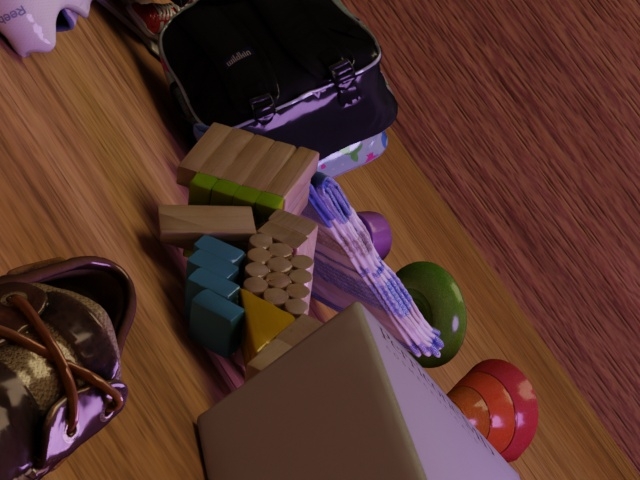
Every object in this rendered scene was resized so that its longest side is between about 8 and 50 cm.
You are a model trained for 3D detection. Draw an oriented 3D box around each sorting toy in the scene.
[{"bbox_3d":[0.098,0.110,2.147,0.126,0.127,0.365,-7,52,-44],"label":"sorting toy"}]

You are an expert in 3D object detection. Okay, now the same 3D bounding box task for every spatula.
[{"bbox_3d":[-0.243,-0.292,2.154,0.242,0.019,0.168,38,23,-51],"label":"spatula"}]

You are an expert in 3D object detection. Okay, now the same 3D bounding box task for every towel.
[{"bbox_3d":[0.000,0.000,1.878,0.209,0.034,0.285,26,-21,46],"label":"towel"}]

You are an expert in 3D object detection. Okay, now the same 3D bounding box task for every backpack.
[{"bbox_3d":[-0.052,-0.173,2.021,0.253,0.225,0.191,55,-13,41],"label":"backpack"}]

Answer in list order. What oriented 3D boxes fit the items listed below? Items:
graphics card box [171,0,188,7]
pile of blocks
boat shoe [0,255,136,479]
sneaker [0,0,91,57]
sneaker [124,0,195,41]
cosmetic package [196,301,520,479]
[{"bbox_3d":[-0.226,-0.396,2.169,0.232,0.094,0.371,35,10,-13],"label":"graphics card box"},{"bbox_3d":[-0.069,0.045,1.599,0.362,0.148,0.113,-98,-167,-53],"label":"pile of blocks"},{"bbox_3d":[-0.164,0.068,0.963,0.123,0.123,0.342,52,10,0],"label":"boat shoe"},{"bbox_3d":[-0.256,-0.266,1.720,0.129,0.111,0.297,66,26,-23],"label":"sneaker"},{"bbox_3d":[-0.173,-0.260,2.131,0.042,0.067,0.118,61,14,21],"label":"sneaker"},{"bbox_3d":[0.070,0.264,1.238,0.230,0.161,0.453,47,11,-29],"label":"cosmetic package"}]
